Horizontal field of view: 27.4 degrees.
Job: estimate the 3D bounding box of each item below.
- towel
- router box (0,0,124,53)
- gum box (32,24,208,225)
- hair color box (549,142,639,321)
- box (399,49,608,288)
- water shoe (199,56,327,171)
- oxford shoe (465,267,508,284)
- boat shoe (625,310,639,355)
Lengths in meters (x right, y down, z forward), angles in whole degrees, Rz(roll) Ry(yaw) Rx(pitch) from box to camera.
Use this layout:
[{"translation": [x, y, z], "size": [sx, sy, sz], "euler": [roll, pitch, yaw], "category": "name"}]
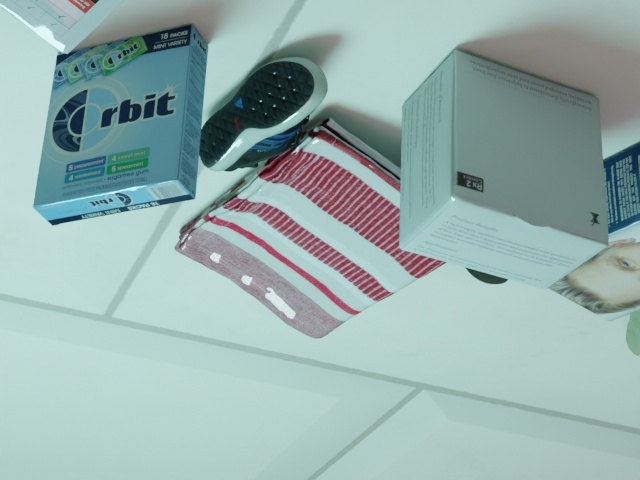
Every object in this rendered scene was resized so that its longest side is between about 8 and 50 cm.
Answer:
[{"translation": [0.000, 0.000, 1.543], "size": [0.237, 0.037, 0.329], "euler": [34, 141, -19], "category": "towel"}, {"translation": [-0.206, -0.332, 0.901], "size": [0.301, 0.082, 0.335], "euler": [-36, 125, 25], "category": "router box"}, {"translation": [-0.194, -0.114, 1.286], "size": [0.157, 0.184, 0.041], "euler": [-9, 148, 19], "category": "gum box"}, {"translation": [0.407, -0.033, 1.461], "size": [0.174, 0.105, 0.347], "euler": [26, 142, -34], "category": "hair color box"}, {"translation": [0.185, -0.069, 1.340], "size": [0.181, 0.182, 0.119], "euler": [16, 149, -20], "category": "box"}, {"translation": [-0.048, -0.133, 1.377], "size": [0.080, 0.073, 0.203], "euler": [0, 162, -42], "category": "water shoe"}, {"translation": [0.171, -0.048, 1.494], "size": [0.076, 0.076, 0.212], "euler": [1, 137, 33], "category": "oxford shoe"}, {"translation": [0.440, 0.104, 1.751], "size": [0.042, 0.049, 0.133], "euler": [-23, 144, -13], "category": "boat shoe"}]
